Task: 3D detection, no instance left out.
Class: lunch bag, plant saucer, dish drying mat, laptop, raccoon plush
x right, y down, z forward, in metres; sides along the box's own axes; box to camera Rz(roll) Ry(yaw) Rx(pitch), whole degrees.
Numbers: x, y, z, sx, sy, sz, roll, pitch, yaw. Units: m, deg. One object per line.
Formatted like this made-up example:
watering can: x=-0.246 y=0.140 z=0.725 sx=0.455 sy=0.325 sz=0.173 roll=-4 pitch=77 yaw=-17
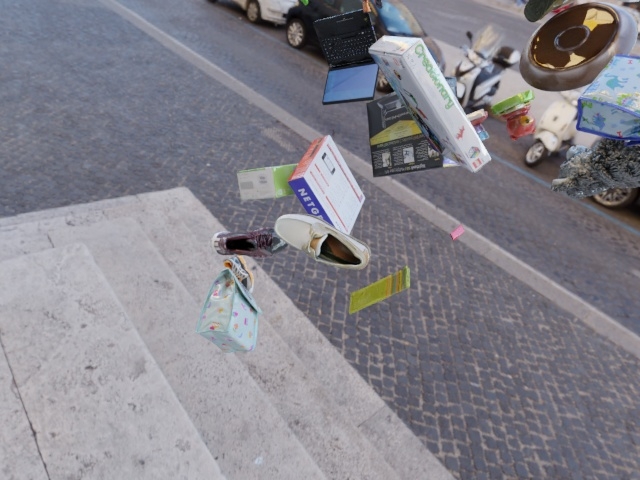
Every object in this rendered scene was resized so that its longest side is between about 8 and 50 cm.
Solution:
lunch bag: x=-0.330 y=0.264 z=1.651 sx=0.160 sy=0.223 sz=0.263 roll=-6 pitch=54 yaw=17
lunch bag: x=0.546 y=-0.237 z=0.749 sx=0.129 sy=0.096 sz=0.151 roll=-49 pitch=47 yaw=-11
plant saucer: x=0.746 y=-0.585 z=1.293 sx=0.050 sy=0.310 sz=0.311 roll=33 pitch=18 yaw=-44
dish drying mat: x=0.548 y=-0.032 z=1.752 sx=0.083 sy=0.008 sz=0.032 roll=-34 pitch=95 yaw=-34
laptop: x=0.081 y=-0.645 z=1.562 sx=0.234 sy=0.264 sz=0.137 roll=7 pitch=48 yaw=36
raccoon plush: x=0.862 y=-0.167 z=1.229 sx=0.216 sy=0.299 sz=0.447 roll=25 pitch=31 yaw=-19

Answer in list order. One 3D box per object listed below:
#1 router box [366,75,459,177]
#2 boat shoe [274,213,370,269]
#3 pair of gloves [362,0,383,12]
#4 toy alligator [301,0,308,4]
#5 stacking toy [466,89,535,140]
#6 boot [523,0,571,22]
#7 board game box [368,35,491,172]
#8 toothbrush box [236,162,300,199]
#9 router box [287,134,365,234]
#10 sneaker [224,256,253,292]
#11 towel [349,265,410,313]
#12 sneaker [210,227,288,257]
router box: x=0.269 y=-0.323 z=1.303 sx=0.080 sy=0.243 sz=0.308 roll=-9 pitch=7 yaw=-31
boat shoe: x=0.000 y=0.000 z=1.271 sx=0.302 sy=0.113 sz=0.103 roll=19 pitch=11 yaw=8
pair of gloves: x=0.057 y=-0.320 z=0.535 sx=0.010 sy=0.074 sz=0.083 roll=-20 pitch=23 yaw=-1
toy alligator: x=-0.092 y=-0.827 z=1.360 sx=0.051 sy=0.190 sz=0.056 roll=-4 pitch=32 yaw=34
stacking toy: x=0.591 y=-0.382 z=1.482 sx=0.308 sy=0.131 sz=0.279 roll=-20 pitch=3 yaw=15
boot: x=0.751 y=-0.771 z=1.276 sx=0.269 sy=0.236 sz=0.089 roll=-32 pitch=88 yaw=-21
board game box: x=0.234 y=-0.295 z=0.945 sx=0.305 sy=0.053 sz=0.193 roll=46 pitch=8 yaw=-29
toothbrush box: x=-0.166 y=-0.247 z=1.795 sx=0.206 sy=0.122 sz=0.283 roll=1 pitch=12 yaw=39
router box: x=0.036 y=-0.202 z=1.762 sx=0.082 sy=0.336 sz=0.301 roll=-12 pitch=35 yaw=34
sneaker: x=-0.350 y=0.151 z=1.894 sx=0.083 sy=0.084 sz=0.215 roll=-11 pitch=42 yaw=-30
towel: x=0.195 y=0.168 z=1.473 sx=0.021 sy=0.237 sz=0.102 roll=49 pitch=28 yaw=-21
sneaker: x=-0.209 y=0.016 z=1.454 sx=0.281 sy=0.107 sz=0.162 roll=-6 pitch=5 yaw=-29
